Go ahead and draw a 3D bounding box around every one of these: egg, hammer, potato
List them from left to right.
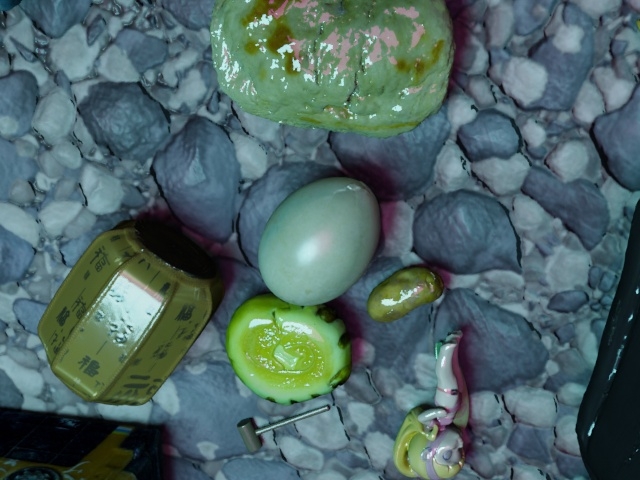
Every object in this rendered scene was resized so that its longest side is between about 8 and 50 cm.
[{"bbox_3d":[-0.041,0.212,1.083,0.110,0.019,0.035,-21,102,8],"label":"hammer"},{"bbox_3d":[0.000,0.000,0.964,0.114,0.114,0.152,37,113,-3],"label":"egg"},{"bbox_3d":[0.090,0.056,1.004,0.092,0.046,0.045,-30,142,23],"label":"potato"}]

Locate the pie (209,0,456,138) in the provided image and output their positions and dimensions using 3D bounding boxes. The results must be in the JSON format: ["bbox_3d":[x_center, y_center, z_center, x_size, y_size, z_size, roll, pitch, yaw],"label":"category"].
[{"bbox_3d":[0.012,-0.205,0.919,0.248,0.090,0.201,8,103,2],"label":"pie"}]

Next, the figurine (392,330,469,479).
[{"bbox_3d":[0.127,0.186,1.025,0.083,0.083,0.187,7,113,6],"label":"figurine"}]

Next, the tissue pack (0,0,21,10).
[{"bbox_3d":[-0.356,-0.344,0.832,0.198,0.287,0.206,16,90,4],"label":"tissue pack"}]

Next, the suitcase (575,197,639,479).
[{"bbox_3d":[0.364,0.113,0.831,0.188,0.339,0.345,10,108,-3],"label":"suitcase"}]

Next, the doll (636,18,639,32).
[{"bbox_3d":[0.366,-0.211,0.869,0.127,0.084,0.073,-23,102,21],"label":"doll"}]

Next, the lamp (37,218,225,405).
[{"bbox_3d":[-0.202,0.077,0.997,0.161,0.161,0.185,38,105,-3],"label":"lamp"}]

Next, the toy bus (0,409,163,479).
[{"bbox_3d":[-0.347,0.295,1.056,0.323,0.194,0.161,5,106,10],"label":"toy bus"}]

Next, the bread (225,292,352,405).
[{"bbox_3d":[-0.034,0.116,1.023,0.139,0.071,0.130,-11,103,13],"label":"bread"}]
